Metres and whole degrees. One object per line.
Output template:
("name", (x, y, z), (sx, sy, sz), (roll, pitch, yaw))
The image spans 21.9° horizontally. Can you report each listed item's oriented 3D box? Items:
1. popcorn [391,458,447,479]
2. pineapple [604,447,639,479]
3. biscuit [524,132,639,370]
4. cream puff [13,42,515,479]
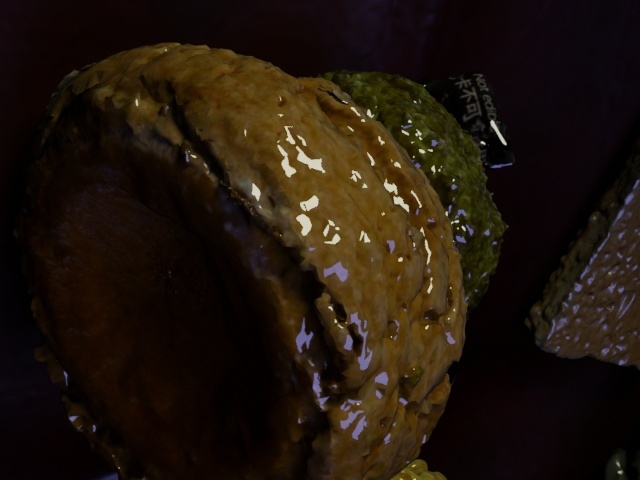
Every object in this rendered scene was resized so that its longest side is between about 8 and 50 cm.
("popcorn", (0.039, 0.151, 0.843), (0.082, 0.057, 0.083), (-43, 138, -15))
("pineapple", (0.240, 0.130, 0.932), (0.340, 0.169, 0.169), (-52, 141, 10))
("biscuit", (0.198, -0.034, 0.855), (0.131, 0.025, 0.231), (14, 112, -46))
("cream puff", (0.000, 0.000, 0.608), (0.169, 0.183, 0.183), (-27, 138, -41))
